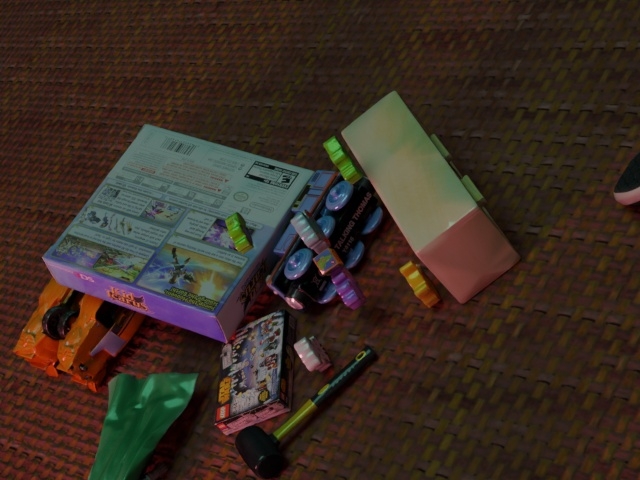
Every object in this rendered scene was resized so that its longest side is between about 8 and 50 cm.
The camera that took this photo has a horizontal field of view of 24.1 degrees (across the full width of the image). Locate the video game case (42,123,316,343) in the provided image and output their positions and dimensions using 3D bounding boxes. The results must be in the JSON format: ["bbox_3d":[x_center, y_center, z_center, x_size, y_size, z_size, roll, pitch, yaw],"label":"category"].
[{"bbox_3d":[-0.171,-0.015,1.881,0.269,0.061,0.244,17,56,28],"label":"video game case"}]

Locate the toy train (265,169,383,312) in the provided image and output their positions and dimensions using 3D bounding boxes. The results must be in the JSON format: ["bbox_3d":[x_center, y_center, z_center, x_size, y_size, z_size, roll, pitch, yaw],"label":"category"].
[{"bbox_3d":[0.000,0.000,1.792,0.105,0.080,0.184,7,62,56],"label":"toy train"}]

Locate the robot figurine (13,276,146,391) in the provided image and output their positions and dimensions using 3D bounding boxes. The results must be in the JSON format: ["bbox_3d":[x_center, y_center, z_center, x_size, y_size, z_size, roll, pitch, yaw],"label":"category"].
[{"bbox_3d":[-0.280,0.051,1.994,0.211,0.085,0.291,12,64,48],"label":"robot figurine"}]

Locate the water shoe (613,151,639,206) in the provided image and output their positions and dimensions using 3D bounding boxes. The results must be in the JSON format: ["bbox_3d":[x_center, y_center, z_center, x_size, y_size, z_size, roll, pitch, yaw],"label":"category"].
[{"bbox_3d":[0.373,-0.058,1.505,0.073,0.080,0.203,-56,13,-21],"label":"water shoe"}]

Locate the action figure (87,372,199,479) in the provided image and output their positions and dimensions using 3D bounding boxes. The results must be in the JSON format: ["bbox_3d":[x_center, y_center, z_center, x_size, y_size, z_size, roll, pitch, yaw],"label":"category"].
[{"bbox_3d":[-0.226,0.262,1.755,0.137,0.063,0.232,-12,43,33],"label":"action figure"}]

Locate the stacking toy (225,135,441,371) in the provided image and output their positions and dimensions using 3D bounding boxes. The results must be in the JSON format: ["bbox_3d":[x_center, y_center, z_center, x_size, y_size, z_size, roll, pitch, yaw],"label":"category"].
[{"bbox_3d":[0.010,0.019,1.689,0.167,0.052,0.221,-35,77,12],"label":"stacking toy"}]

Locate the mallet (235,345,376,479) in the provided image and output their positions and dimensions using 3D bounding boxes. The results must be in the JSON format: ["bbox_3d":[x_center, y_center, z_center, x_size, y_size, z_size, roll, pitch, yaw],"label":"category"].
[{"bbox_3d":[-0.017,0.182,1.666,0.190,0.039,0.062,-46,40,-10],"label":"mallet"}]

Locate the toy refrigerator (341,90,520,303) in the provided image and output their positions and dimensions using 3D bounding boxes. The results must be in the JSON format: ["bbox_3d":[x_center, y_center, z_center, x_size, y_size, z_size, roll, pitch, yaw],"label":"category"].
[{"bbox_3d":[0.124,-0.057,1.706,0.094,0.102,0.269,-38,36,8],"label":"toy refrigerator"}]

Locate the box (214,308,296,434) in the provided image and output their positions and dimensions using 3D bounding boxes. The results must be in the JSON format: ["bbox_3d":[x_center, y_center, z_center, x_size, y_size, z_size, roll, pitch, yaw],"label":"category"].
[{"bbox_3d":[-0.076,0.153,1.751,0.094,0.027,0.137,-25,41,25],"label":"box"}]
